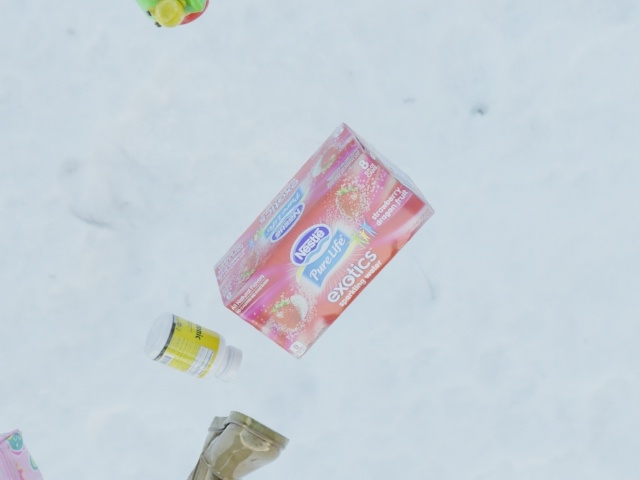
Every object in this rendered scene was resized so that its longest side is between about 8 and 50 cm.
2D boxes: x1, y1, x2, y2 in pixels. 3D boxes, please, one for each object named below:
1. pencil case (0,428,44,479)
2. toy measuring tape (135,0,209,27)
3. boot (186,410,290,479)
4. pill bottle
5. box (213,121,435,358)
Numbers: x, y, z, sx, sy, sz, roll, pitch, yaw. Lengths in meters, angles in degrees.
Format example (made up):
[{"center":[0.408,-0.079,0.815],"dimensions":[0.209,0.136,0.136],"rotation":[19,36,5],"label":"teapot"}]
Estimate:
[{"center":[-0.426,0.415,1.593],"dimensions":[0.124,0.124,0.284],"rotation":[-27,85,9],"label":"pencil case"},{"center":[-0.210,-0.412,1.641],"dimensions":[0.121,0.121,0.330],"rotation":[-8,44,13],"label":"toy measuring tape"},{"center":[-0.150,0.377,1.531],"dimensions":[0.089,0.236,0.270],"rotation":[29,71,-10],"label":"boot"},{"center":[-0.161,0.141,1.430],"dimensions":[0.116,0.065,0.065],"rotation":[26,89,-23],"label":"pill bottle"},{"center":[0.000,0.000,1.379],"dimensions":[0.128,0.123,0.257],"rotation":[38,102,-23],"label":"box"}]
